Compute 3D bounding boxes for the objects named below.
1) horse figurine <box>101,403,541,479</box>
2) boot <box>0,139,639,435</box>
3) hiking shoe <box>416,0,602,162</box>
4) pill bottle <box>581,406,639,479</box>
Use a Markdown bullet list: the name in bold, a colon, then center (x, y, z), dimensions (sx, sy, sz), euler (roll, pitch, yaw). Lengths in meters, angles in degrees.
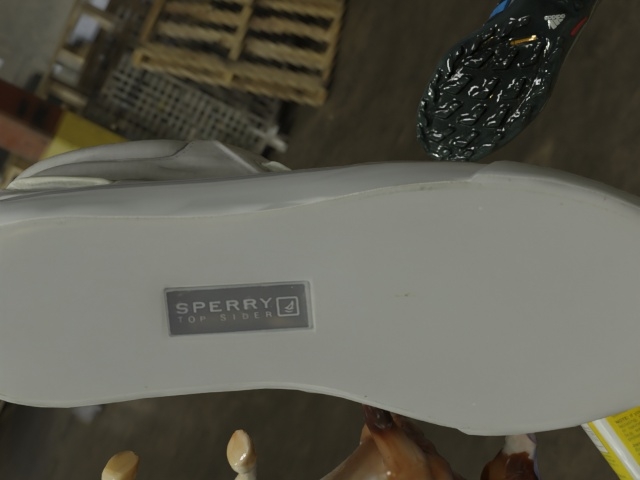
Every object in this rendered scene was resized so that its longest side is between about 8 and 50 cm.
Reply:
- **horse figurine**: center (0.000, 0.127, 0.586), dimensions (0.066, 0.175, 0.263), euler (18, 43, 41)
- **boot**: center (0.000, 0.000, 0.463), dimensions (0.123, 0.258, 0.095), euler (-89, 1, -69)
- **hiking shoe**: center (0.214, -0.201, 1.319), dimensions (0.304, 0.113, 0.132), euler (-53, -10, 19)
- **pill bottle**: center (0.291, 0.146, 1.163), dimensions (0.119, 0.208, 0.119), euler (-36, 7, 5)
